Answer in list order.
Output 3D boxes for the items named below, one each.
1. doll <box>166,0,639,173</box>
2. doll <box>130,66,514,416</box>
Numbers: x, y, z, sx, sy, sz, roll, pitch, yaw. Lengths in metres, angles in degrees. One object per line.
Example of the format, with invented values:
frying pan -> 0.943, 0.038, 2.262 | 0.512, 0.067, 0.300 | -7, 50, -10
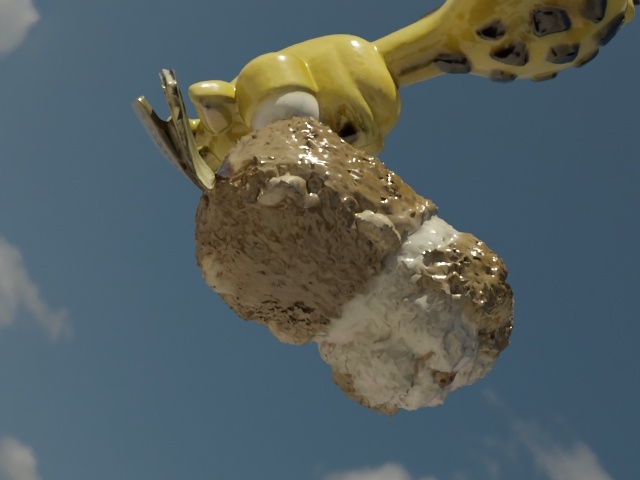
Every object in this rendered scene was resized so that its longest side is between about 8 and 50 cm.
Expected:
doll -> 0.050, -0.101, 0.803 | 0.117, 0.291, 0.086 | 66, 2, -54
doll -> -0.005, 0.002, 0.687 | 0.221, 0.115, 0.105 | 31, -59, -4
